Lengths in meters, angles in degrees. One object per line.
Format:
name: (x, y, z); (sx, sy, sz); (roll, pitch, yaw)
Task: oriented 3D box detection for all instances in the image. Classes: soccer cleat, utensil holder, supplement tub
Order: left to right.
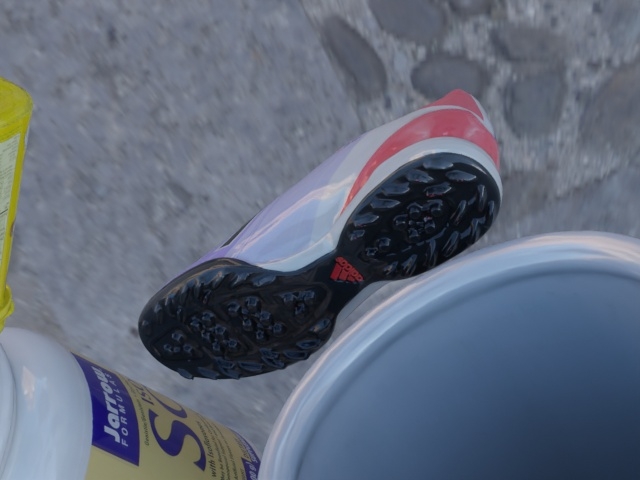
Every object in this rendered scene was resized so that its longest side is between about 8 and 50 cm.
supplement tub: (-0.213, 0.211, 1.513); (0.241, 0.331, 0.241); (-23, 51, 33)
soccer cleat: (0.000, 0.000, 1.417); (0.318, 0.116, 0.108); (-32, 117, 26)
utensil holder: (0.189, 0.240, 1.294); (0.328, 0.327, 0.385); (-34, 123, -1)

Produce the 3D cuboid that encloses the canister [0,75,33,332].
canister: (-0.244, -0.029, 1.183); (0.126, 0.073, 0.170); (27, 125, 17)
